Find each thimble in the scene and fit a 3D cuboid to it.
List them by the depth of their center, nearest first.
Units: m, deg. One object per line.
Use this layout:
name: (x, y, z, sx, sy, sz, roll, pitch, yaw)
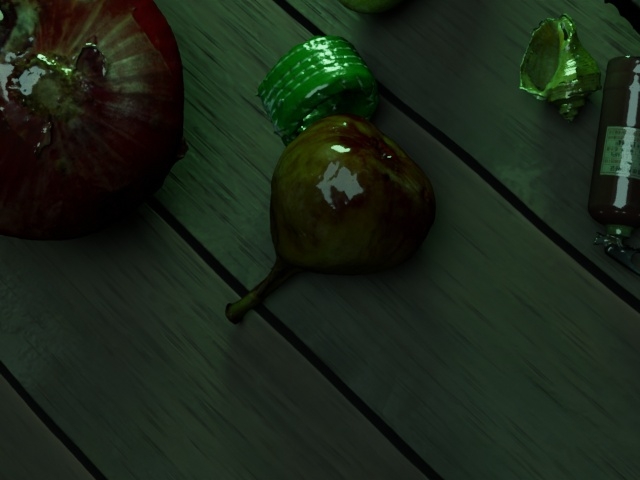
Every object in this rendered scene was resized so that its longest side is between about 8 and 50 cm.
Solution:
thimble: (-0.003, -0.164, 1.412, 0.130, 0.118, 0.090, -24, 61, -6)

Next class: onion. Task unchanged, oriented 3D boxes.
onion: (-0.306, -0.159, 1.415, 0.341, 0.341, 0.341, -3, 80, 18)

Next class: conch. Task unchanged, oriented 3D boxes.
conch: (0.258, -0.187, 1.352, 0.089, 0.074, 0.121, -9, 82, 6)

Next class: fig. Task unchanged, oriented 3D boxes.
fig: (-0.018, -0.027, 1.375, 0.290, 0.190, 0.191, -19, 75, 30)

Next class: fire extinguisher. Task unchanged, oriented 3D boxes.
fire extinguisher: (0.338, -0.074, 1.313, 0.099, 0.071, 0.231, 7, 84, 1)

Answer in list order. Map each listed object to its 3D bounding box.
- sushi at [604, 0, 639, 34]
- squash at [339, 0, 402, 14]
sushi: (0.399, -0.238, 1.287, 0.225, 0.127, 0.124, 40, 94, 12)
squash: (0.122, -0.426, 1.420, 0.118, 0.118, 0.371, 26, 86, 20)
